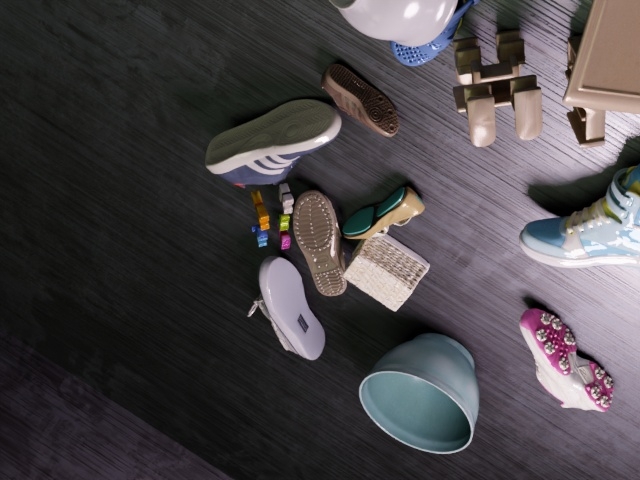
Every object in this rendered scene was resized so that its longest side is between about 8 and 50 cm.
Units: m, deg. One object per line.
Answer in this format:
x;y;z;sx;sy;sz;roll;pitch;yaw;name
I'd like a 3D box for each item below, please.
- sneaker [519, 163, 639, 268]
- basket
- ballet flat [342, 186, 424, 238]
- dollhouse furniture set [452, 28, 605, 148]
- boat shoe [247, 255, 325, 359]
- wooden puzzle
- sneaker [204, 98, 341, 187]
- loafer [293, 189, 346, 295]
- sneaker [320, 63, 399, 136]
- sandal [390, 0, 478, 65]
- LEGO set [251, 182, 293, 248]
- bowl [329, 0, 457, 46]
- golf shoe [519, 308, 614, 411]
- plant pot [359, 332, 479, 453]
0.523;-0.055;1.624;0.318;0.127;0.208;1;133;22;sneaker
0.147;0.069;2.027;0.167;0.103;0.113;34;140;1;basket
0.140;-0.044;1.943;0.073;0.080;0.232;33;145;-22;ballet flat
0.351;-0.239;1.490;0.241;0.212;0.161;-8;129;6;dollhouse furniture set
-0.115;0.171;2.312;0.156;0.136;0.367;9;144;32;boat shoe
0.503;-0.306;1.344;0.220;0.044;0.239;6;122;-9;wooden puzzle
-0.081;-0.199;1.919;0.350;0.131;0.148;-11;145;34;sneaker
0.000;0.000;2.071;0.101;0.092;0.269;-9;113;8;loafer
0.079;-0.277;1.767;0.188;0.066;0.071;45;157;-5;sneaker
0.201;-0.405;1.481;0.126;0.138;0.317;33;143;-2;sandal
-0.121;-0.067;2.058;0.087;0.093;0.227;-13;153;-12;LEGO set
0.084;-0.450;1.406;0.298;0.134;0.298;40;139;47;bowl
0.525;0.280;1.975;0.306;0.115;0.140;48;142;-15;golf shoe
0.268;0.354;2.162;0.293;0.196;0.293;19;138;18;plant pot
